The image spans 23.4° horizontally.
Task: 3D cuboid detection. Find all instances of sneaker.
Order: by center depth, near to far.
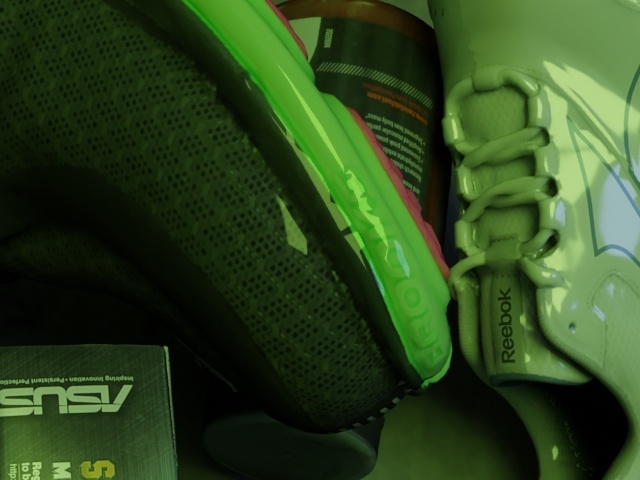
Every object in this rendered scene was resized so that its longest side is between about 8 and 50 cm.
[{"bbox_3d":[-0.177,-0.035,0.537,0.483,0.185,0.202,23,70,19],"label":"sneaker"},{"bbox_3d":[0.105,-0.012,0.632,0.129,0.111,0.297,-32,104,-39],"label":"sneaker"}]

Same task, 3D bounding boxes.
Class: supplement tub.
[{"bbox_3d":[0.000,0.000,0.649,0.106,0.106,0.197,17,58,-13],"label":"supplement tub"}]

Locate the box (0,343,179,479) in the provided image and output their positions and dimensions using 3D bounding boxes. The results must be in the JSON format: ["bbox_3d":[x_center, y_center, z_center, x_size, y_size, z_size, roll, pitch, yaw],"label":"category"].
[{"bbox_3d":[-0.085,0.156,0.455,0.056,0.231,0.183,0,63,-18],"label":"box"}]
